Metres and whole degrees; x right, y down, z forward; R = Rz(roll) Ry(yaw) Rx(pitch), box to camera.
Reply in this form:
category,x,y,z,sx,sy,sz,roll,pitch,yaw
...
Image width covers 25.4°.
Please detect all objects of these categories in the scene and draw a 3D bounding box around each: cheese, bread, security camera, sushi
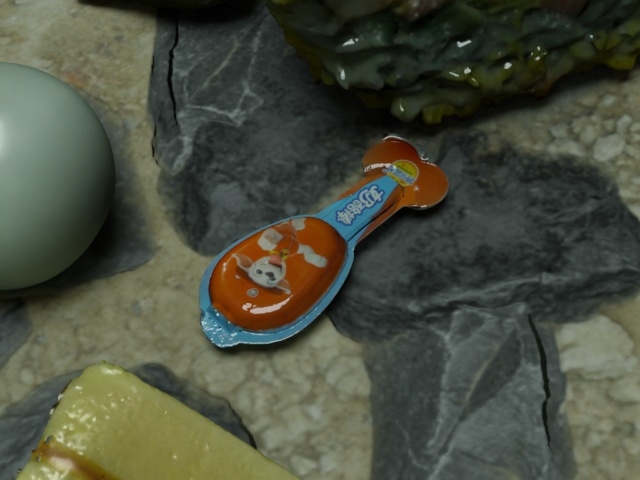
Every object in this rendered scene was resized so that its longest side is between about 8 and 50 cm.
category,x,y,z,sx,sy,sz,roll,pitch,yaw
cheese,0.000,0.000,1.170,0.256,0.037,0.106,-40,60,-20
bread,-0.066,0.210,0.945,0.264,0.163,0.168,14,56,16
security camera,-0.286,-0.063,1.162,0.236,0.195,0.195,11,56,12
sushi,0.118,-0.293,1.176,0.396,0.351,0.240,-14,53,-5

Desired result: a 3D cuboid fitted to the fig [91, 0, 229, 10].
category,x,y,z,sx,sy,sz,roll,pitch,yaw
fig,-0.152,-0.276,1.343,0.184,0.127,0.133,-10,66,-5
